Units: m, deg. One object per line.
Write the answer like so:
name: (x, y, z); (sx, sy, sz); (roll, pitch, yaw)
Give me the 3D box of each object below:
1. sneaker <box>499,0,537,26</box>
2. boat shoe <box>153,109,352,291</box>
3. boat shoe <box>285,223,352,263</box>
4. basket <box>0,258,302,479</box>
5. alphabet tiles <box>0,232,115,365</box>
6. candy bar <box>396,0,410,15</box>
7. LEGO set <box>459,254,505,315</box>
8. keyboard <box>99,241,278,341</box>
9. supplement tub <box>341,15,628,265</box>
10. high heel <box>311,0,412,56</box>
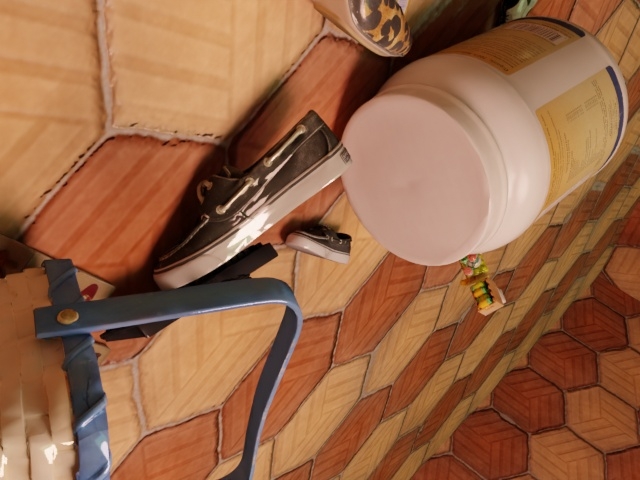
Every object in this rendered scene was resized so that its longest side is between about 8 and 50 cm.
sneaker: (0.251, -0.295, 1.007); (0.044, 0.040, 0.109); (-12, 131, -33)
boat shoe: (-0.077, -0.037, 0.711); (0.219, 0.070, 0.078); (-37, -167, 4)
boat shoe: (0.000, 0.000, 0.927); (0.142, 0.049, 0.040); (21, 85, -66)
basket: (-0.169, 0.133, 0.548); (0.289, 0.201, 0.254); (0, 128, -23)
alphabet tiles: (-0.308, 0.119, 0.577); (0.285, 0.011, 0.342); (-53, 155, -4)
candy bar: (0.088, -0.278, 0.759); (0.040, 0.018, 0.161); (-22, 141, -43)
LEGO set: (0.257, -0.031, 1.226); (0.107, 0.132, 0.286); (66, 41, -55)
keyboard: (-0.116, 0.045, 0.728); (0.180, 0.108, 0.023); (-34, 106, -45)
supplement tub: (0.194, -0.121, 0.891); (0.316, 0.228, 0.228); (-31, 146, -40)
high heel: (0.057, -0.265, 0.626); (0.186, 0.093, 0.261); (-52, 147, 10)
